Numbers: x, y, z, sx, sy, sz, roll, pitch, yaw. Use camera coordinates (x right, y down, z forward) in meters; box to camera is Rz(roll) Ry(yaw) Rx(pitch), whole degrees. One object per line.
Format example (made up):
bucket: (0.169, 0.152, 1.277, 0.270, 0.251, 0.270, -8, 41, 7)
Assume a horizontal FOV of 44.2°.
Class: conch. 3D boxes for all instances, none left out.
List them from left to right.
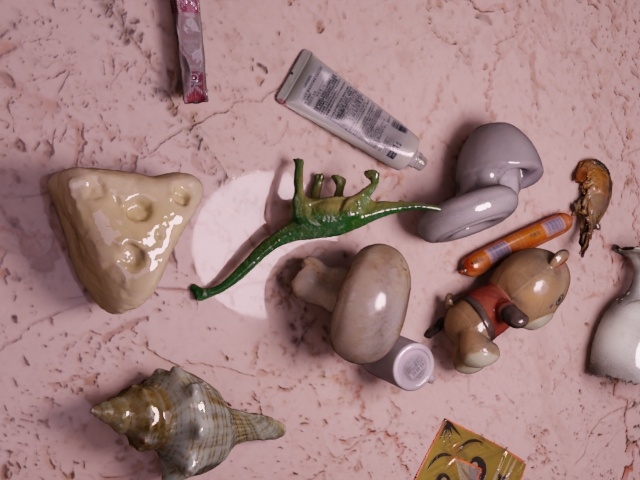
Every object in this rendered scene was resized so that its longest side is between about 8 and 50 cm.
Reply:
conch: (-0.224, 0.342, 1.391, 0.386, 0.169, 0.203, 26, 105, -24)

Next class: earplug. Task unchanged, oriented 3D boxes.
earplug: (0.329, -0.109, 1.645, 0.175, 0.214, 0.325, 44, 66, -2)

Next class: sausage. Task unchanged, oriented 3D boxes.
sausage: (0.446, 0.006, 1.782, 0.348, 0.053, 0.053, -23, 102, -25)

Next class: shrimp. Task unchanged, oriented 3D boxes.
shrimp: (0.620, -0.080, 1.866, 0.117, 0.066, 0.262, 36, 61, -9)

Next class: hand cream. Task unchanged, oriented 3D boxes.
hand cream: (0.076, -0.239, 1.586, 0.341, 0.078, 0.124, 32, 78, -17)

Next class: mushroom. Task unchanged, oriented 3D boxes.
mushroom: (0.057, 0.112, 1.520, 0.244, 0.243, 0.243, -1, 92, -27)

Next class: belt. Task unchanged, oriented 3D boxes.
belt: (-0.235, -0.359, 1.412, 0.053, 0.071, 0.232, -7, 92, -20)

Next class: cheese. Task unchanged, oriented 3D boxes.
cheese: (-0.310, -0.004, 1.330, 0.251, 0.174, 0.247, -8, 94, -32)

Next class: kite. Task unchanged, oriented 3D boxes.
kite: (0.310, 0.549, 1.754, 0.378, 0.013, 0.327, -15, 98, -24)

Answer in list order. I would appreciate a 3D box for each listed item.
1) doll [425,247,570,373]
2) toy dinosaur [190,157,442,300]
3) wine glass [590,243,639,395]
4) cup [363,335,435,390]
doll: (0.390, 0.139, 1.689, 0.330, 0.235, 0.174, -33, 72, -15)
toy dinosaur: (0.000, 0.000, 1.487, 0.447, 0.087, 0.300, 9, 68, 3)
wine glass: (0.758, 0.188, 1.879, 0.191, 0.190, 0.356, 14, 82, -27)
cup: (0.171, 0.242, 1.604, 0.136, 0.133, 0.099, 3, 94, -27)
